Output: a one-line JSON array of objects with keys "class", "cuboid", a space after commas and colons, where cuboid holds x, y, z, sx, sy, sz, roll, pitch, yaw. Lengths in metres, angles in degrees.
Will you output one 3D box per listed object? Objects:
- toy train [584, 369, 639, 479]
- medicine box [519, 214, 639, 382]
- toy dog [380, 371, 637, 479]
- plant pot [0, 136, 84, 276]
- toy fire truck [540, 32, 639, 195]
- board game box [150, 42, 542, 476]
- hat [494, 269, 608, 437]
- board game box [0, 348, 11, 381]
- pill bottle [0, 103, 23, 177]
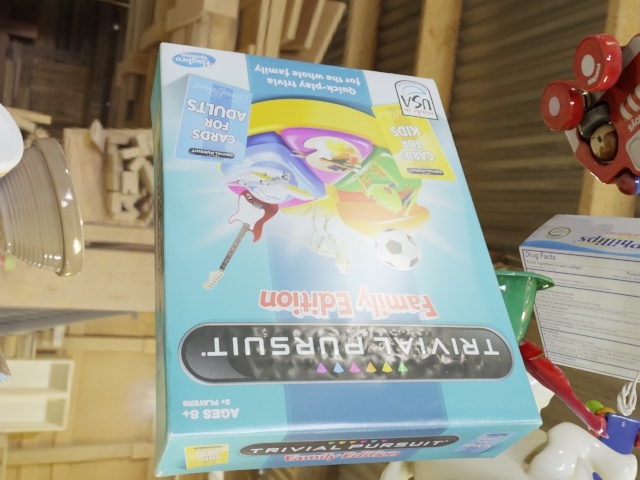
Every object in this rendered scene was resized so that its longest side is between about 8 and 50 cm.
[{"class": "toy train", "cuboid": [0.550, 0.342, 1.351, 0.143, 0.105, 0.247, -102, -152, -84]}, {"class": "medicine box", "cuboid": [0.565, 0.111, 1.376, 0.264, 0.149, 0.289, 7, -57, 50]}, {"class": "toy dog", "cuboid": [0.321, 0.417, 1.122, 0.408, 0.396, 0.284, -122, -145, -69]}, {"class": "plant pot", "cuboid": [-0.479, -0.047, 1.168, 0.237, 0.110, 0.237, 30, -54, 51]}, {"class": "toy fire truck", "cuboid": [0.556, -0.224, 1.292, 0.302, 0.170, 0.253, 112, -31, -61]}, {"class": "board game box", "cuboid": [0.000, 0.000, 0.556, 0.079, 0.254, 0.335, 116, -30, -51]}, {"class": "hat", "cuboid": [0.202, 0.136, 0.854, 0.209, 0.173, 0.183, -14, -109, 56]}, {"class": "board game box", "cuboid": [-0.732, 0.187, 1.212, 0.232, 0.291, 0.141, 64, -16, 11]}, {"class": "pill bottle", "cuboid": [-0.596, -0.104, 1.062, 0.272, 0.152, 0.152, -31, -128, 21]}]
